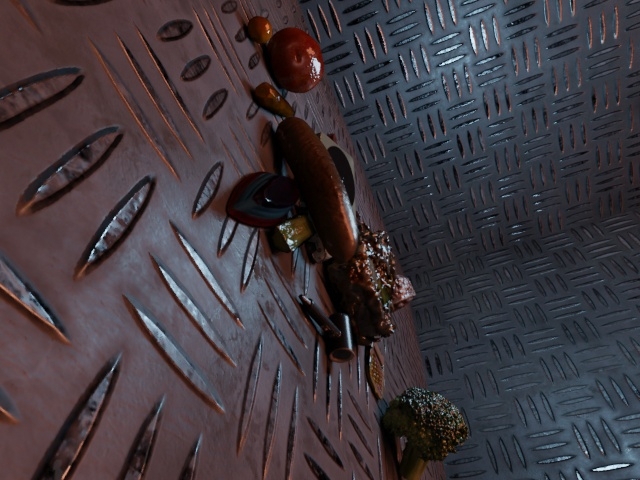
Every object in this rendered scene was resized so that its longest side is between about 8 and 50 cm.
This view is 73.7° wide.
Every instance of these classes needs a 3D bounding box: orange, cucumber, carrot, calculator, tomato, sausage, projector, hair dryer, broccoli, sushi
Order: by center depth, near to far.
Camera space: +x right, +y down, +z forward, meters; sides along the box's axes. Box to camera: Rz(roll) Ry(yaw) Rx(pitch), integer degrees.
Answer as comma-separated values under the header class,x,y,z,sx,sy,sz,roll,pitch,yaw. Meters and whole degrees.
class,x,y,z,sx,sy,sz,roll,pitch,yaw
cucumber,-0.077,-0.014,1.075,0.078,0.062,0.211,59,21,-3
hair dryer,0.012,0.205,1.129,0.255,0.070,0.128,56,20,-36
sausage,-0.009,-0.167,1.218,0.123,0.136,0.500,-3,58,-38
carrot,-0.137,-0.432,1.360,0.314,0.066,0.066,-25,97,-80
orange,-0.198,-0.686,1.390,0.083,0.084,0.083,-18,90,-76
sushi,0.165,0.159,1.476,0.417,0.176,0.417,-9,90,-71
projector,0.039,-0.208,1.484,0.259,0.079,0.257,23,61,-59
broccoli,0.333,0.654,1.512,0.249,0.302,0.375,49,-11,-7
tomato,-0.086,-0.664,1.568,0.232,0.189,0.231,-18,90,-79
calculator,0.201,0.471,1.576,0.236,0.033,0.157,-73,144,-63

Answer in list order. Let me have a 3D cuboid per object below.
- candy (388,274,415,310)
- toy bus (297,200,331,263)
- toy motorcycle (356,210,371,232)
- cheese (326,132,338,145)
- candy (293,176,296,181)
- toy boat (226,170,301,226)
class,x,y,z,sx,sy,sz,roll,pitch,yaw
candy,0.302,0.237,1.878,0.157,0.214,0.289,69,12,12
toy bus,-0.004,-0.031,1.292,0.087,0.089,0.193,28,46,-70
toy motorcycle,0.163,-0.020,1.904,0.229,0.130,0.094,58,-9,-2
cheese,0.025,-0.310,1.706,0.203,0.128,0.177,-87,157,-66
candy,-0.056,-0.191,1.403,0.202,0.061,0.061,-75,146,-80
toy boat,-0.116,-0.103,1.003,0.392,0.079,0.136,-52,122,-77
